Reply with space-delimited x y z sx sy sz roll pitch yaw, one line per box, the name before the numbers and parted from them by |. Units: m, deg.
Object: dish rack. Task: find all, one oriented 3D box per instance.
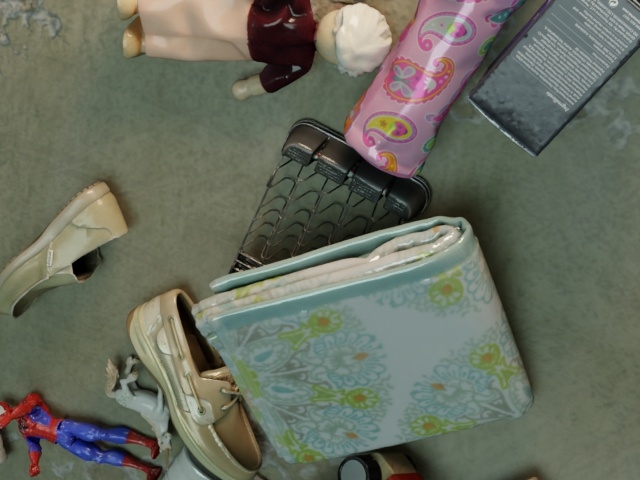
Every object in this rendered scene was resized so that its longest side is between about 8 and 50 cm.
dish rack | 0.000 0.000 1.595 0.208 0.074 0.272 29 118 6

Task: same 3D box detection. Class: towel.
towel | 0.059 0.141 1.558 0.374 0.090 0.320 -15 129 14

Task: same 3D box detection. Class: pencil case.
pencil case | 0.138 -0.214 1.433 0.124 0.124 0.284 33 113 3

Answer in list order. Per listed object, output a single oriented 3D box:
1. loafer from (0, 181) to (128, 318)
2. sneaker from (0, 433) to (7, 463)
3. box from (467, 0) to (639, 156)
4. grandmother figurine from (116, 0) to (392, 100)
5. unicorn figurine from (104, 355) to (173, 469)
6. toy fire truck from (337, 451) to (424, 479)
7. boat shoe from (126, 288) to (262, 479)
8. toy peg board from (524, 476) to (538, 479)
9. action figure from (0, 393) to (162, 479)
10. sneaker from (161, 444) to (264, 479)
loafer | -0.372 0.032 1.705 0.092 0.102 0.268 47 116 2
sneaker | -0.605 0.325 1.919 0.212 0.080 0.094 -11 96 14
box | 0.282 -0.219 1.371 0.108 0.153 0.207 41 116 -1
grandmother figurine | -0.079 -0.270 1.501 0.342 0.104 0.208 10 142 10
unicorn figurine | -0.254 0.244 1.783 0.162 0.060 0.111 33 118 21
toy fire truck | 0.102 0.443 1.656 0.217 0.158 0.246 -52 55 20
boat shoe | -0.160 0.211 1.710 0.098 0.109 0.302 -27 95 26
toy peg board | 0.277 0.424 1.683 0.161 0.079 0.161 -29 85 25
action figure | -0.390 0.312 1.808 0.280 0.139 0.091 18 114 13
sneaker | -0.127 0.443 1.798 0.292 0.108 0.169 42 120 7
